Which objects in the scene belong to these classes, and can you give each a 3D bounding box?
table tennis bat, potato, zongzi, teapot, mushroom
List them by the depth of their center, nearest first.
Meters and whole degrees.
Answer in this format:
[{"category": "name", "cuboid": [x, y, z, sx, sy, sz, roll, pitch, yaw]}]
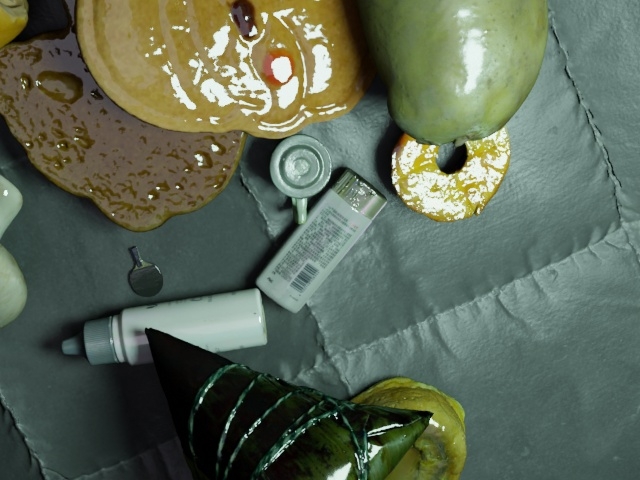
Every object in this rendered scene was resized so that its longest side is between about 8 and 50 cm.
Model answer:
[{"category": "potato", "cuboid": [0.181, -0.296, 1.438, 0.243, 0.221, 0.326, -21, 100, -19]}, {"category": "mushroom", "cuboid": [-0.511, 0.008, 1.530, 0.243, 0.243, 0.243, -1, 105, -4]}, {"category": "zongzi", "cuboid": [-0.101, 0.272, 1.544, 0.319, 0.383, 0.362, -46, 120, -35]}, {"category": "teapot", "cuboid": [-0.039, -0.098, 1.575, 0.092, 0.091, 0.124, 25, 96, -9]}, {"category": "table tennis bat", "cuboid": [-0.272, 0.048, 1.640, 0.050, 0.007, 0.083, -19, 107, 2]}]

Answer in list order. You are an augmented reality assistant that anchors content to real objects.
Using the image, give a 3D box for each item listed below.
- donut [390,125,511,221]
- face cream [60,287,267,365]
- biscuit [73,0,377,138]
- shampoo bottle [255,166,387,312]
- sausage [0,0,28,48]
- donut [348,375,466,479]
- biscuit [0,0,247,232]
[{"category": "donut", "cuboid": [0.190, -0.125, 1.593, 0.174, 0.074, 0.190, 18, 99, -7]}, {"category": "face cream", "cuboid": [-0.239, 0.140, 1.624, 0.311, 0.092, 0.092, -10, 105, -2]}, {"category": "biscuit", "cuboid": [-0.108, -0.310, 1.477, 0.455, 0.078, 0.349, -13, 106, -15]}, {"category": "shampoo bottle", "cuboid": [0.000, 0.000, 1.620, 0.086, 0.056, 0.227, 37, 100, -10]}, {"category": "sausage", "cuboid": [-0.568, -0.259, 1.472, 0.354, 0.134, 0.116, -26, 150, 13]}, {"category": "donut", "cuboid": [0.114, 0.350, 1.685, 0.208, 0.128, 0.261, 16, 102, -7]}, {"category": "biscuit", "cuboid": [-0.289, -0.202, 1.540, 0.381, 0.074, 0.359, 17, 100, -6]}]
